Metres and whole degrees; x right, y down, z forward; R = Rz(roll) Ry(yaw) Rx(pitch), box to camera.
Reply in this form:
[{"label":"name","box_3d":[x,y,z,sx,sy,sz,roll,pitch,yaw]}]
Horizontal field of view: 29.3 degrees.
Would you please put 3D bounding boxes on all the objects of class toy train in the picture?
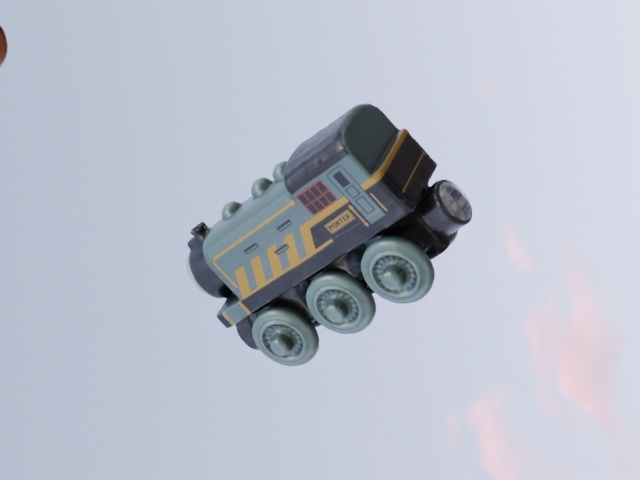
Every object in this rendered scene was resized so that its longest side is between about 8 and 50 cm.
[{"label":"toy train","box_3d":[0.000,0.000,1.303,0.190,0.334,0.142,48,-141,-11]}]

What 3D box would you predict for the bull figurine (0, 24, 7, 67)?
[{"label":"bull figurine","box_3d":[-0.465,-0.153,1.361,0.188,0.310,0.101,42,-161,3]}]
